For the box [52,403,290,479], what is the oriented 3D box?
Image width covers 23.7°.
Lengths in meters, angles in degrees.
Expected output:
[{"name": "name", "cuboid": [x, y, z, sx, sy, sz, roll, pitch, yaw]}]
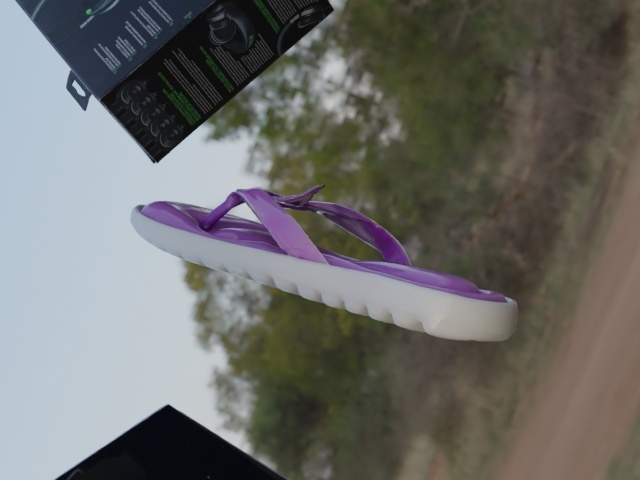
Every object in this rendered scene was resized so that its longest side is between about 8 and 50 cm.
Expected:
[{"name": "box", "cuboid": [-0.188, 0.353, 1.251, 0.313, 0.179, 0.343, -65, -14, 23]}]

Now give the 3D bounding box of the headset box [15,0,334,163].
[{"name": "headset box", "cuboid": [-0.175, -0.258, 1.694, 0.283, 0.246, 0.131, -41, -40, -2]}]

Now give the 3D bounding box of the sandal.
[{"name": "sandal", "cuboid": [0.008, 0.001, 1.434, 0.169, 0.416, 0.102, 7, -82, -59]}]
